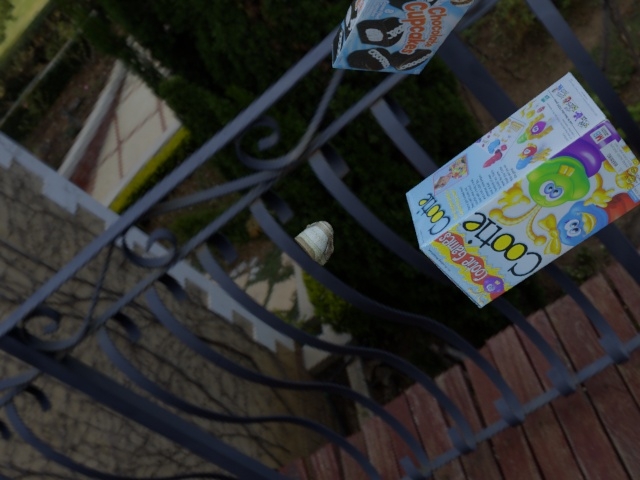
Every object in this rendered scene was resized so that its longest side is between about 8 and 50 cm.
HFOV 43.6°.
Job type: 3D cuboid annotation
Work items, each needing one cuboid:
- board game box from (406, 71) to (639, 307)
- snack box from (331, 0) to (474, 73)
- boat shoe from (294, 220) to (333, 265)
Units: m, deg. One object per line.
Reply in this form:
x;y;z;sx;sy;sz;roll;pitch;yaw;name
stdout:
0.273;-0.064;1.067;0.275;0.142;0.144;-37;28;20;board game box
0.150;-0.412;1.482;0.322;0.187;0.060;130;139;-69;snack box
-0.001;-0.001;1.101;0.048;0.056;0.153;-43;-7;1;boat shoe
